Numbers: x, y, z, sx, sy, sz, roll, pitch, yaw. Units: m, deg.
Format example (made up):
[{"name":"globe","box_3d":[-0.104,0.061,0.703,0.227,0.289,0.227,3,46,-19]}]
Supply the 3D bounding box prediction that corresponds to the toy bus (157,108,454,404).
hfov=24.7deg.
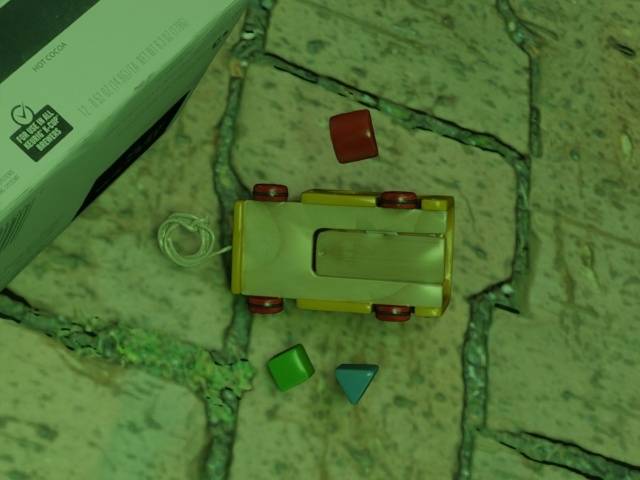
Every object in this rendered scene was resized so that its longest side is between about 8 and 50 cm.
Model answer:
[{"name":"toy bus","box_3d":[0.011,0.006,1.146,0.202,0.191,0.104,49,11,3]}]

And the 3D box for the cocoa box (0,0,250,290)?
[{"name":"cocoa box","box_3d":[-0.252,-0.107,0.995,0.228,0.231,0.347,41,54,-1]}]
